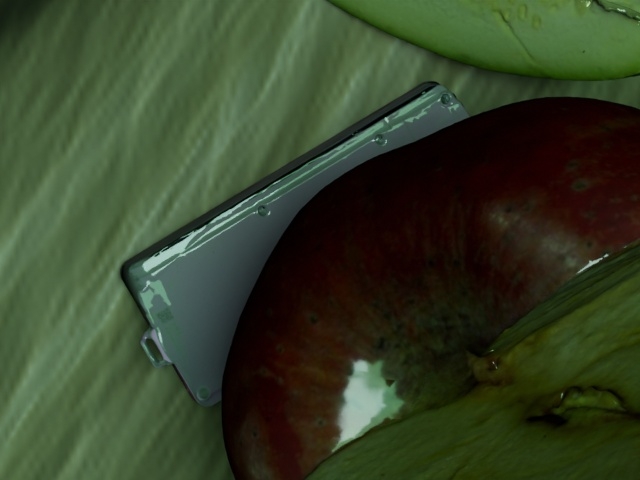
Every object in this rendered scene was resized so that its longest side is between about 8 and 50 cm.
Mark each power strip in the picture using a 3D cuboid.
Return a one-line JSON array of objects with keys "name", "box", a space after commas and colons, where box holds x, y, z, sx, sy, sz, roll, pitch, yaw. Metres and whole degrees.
[{"name": "power strip", "box": [0.000, 0.000, 1.233, 0.279, 0.037, 0.109, -32, 101, -10]}]

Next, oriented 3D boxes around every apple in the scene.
[{"name": "apple", "box": [0.134, 0.068, 1.119, 0.365, 0.328, 0.295, 11, 81, -46]}]

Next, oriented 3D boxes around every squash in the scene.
[{"name": "squash", "box": [0.076, -0.162, 1.208, 0.252, 0.093, 0.169, -3, 49, -14]}]
